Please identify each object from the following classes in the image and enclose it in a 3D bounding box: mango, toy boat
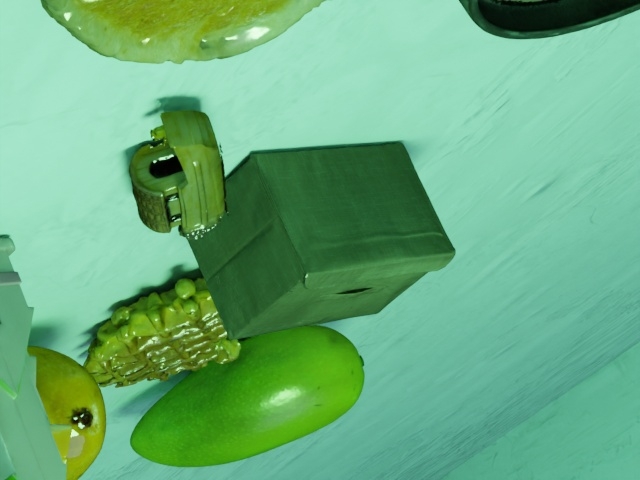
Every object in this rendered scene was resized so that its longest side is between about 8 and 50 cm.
[{"bbox_3d":[-0.104,0.224,2.277,0.343,0.156,0.192,-25,162,5],"label":"mango"},{"bbox_3d":[-0.349,0.216,1.910,0.120,0.177,0.295,-26,-179,-40],"label":"mango"},{"bbox_3d":[-0.136,-0.060,1.554,0.088,0.068,0.226,-17,162,-7],"label":"toy boat"}]

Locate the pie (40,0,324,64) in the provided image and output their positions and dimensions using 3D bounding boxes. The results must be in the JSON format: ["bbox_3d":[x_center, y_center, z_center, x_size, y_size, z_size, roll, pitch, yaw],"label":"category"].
[{"bbox_3d":[-0.053,-0.230,1.162,0.339,0.077,0.339,-23,166,-6],"label":"pie"}]

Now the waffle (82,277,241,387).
[{"bbox_3d":[-0.162,0.102,2.003,0.259,0.069,0.293,-8,159,-38],"label":"waffle"}]

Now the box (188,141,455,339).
[{"bbox_3d":[0.000,0.000,1.768,0.231,0.155,0.149,-9,157,-44],"label":"box"}]

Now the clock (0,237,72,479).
[{"bbox_3d":[-0.352,0.188,1.579,0.166,0.310,0.235,-3,153,-48],"label":"clock"}]

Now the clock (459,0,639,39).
[{"bbox_3d":[0.276,-0.302,1.387,0.386,0.076,0.386,-22,162,-7],"label":"clock"}]
